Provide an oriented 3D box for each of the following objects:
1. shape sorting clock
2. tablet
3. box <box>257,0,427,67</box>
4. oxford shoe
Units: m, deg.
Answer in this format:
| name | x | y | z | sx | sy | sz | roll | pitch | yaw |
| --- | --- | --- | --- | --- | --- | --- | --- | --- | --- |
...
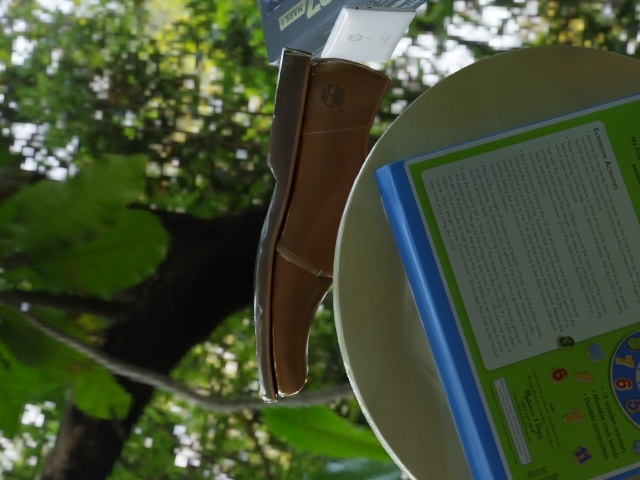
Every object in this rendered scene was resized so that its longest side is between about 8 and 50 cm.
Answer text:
| name | x | y | z | sx | sy | sz | roll | pitch | yaw |
| --- | --- | --- | --- | --- | --- | --- | --- | --- | --- |
| shape sorting clock | 0.104 | 0.022 | 0.539 | 0.040 | 0.206 | 0.206 | 134 | 151 | -75 |
| tablet | 0.034 | -0.151 | 0.993 | 0.083 | 0.054 | 0.006 | 122 | 147 | -68 |
| box | 0.037 | -0.264 | 1.079 | 0.059 | 0.232 | 0.183 | 12 | -123 | -42 |
| oxford shoe | 0.000 | 0.000 | 0.778 | 0.076 | 0.076 | 0.212 | -94 | 12 | -69 |
